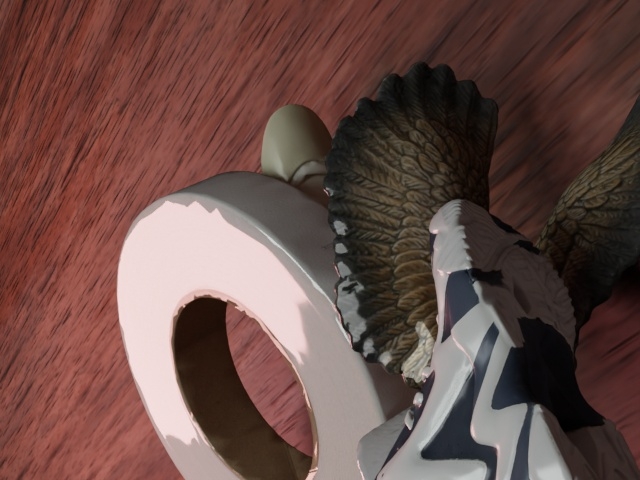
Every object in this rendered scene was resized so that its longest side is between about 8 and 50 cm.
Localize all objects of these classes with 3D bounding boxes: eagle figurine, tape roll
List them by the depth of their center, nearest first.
[{"bbox_3d":[0.123,0.033,0.839,0.225,0.226,0.298,-123,30,-71],"label":"eagle figurine"},{"bbox_3d":[-0.047,0.128,1.150,0.392,0.072,0.392,29,132,39],"label":"tape roll"}]

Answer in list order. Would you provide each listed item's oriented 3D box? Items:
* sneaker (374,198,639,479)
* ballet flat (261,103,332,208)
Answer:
[{"bbox_3d":[0.076,0.096,0.707,0.153,0.094,0.235,-45,45,28],"label":"sneaker"},{"bbox_3d":[0.000,0.000,1.149,0.086,0.086,0.248,22,123,57],"label":"ballet flat"}]
